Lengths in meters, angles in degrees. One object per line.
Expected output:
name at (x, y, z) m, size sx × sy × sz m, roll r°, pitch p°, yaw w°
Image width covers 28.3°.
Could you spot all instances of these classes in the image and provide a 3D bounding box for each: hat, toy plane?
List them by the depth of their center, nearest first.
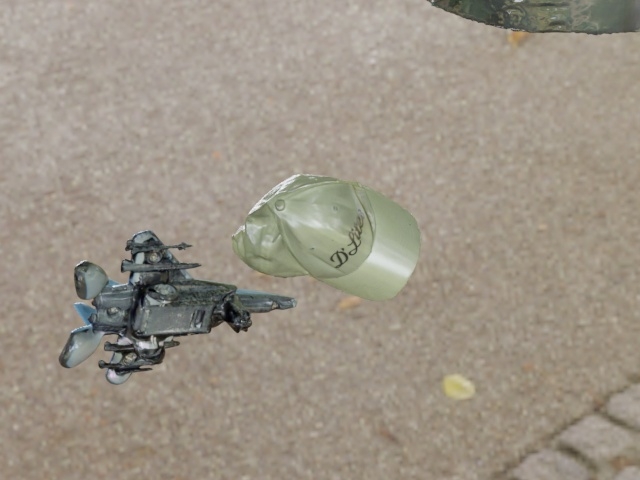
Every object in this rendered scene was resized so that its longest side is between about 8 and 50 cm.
hat at (0.005, 0.002, 1.167) m, size 0.166 × 0.122 × 0.081 m, roll 29°, pitch 11°, yaw 4°
toy plane at (-0.129, 0.069, 1.234) m, size 0.246 × 0.169 × 0.078 m, roll 4°, pitch 26°, yaw -24°

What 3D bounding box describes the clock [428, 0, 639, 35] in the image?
clock at (0.217, -0.259, 1.117) m, size 0.281 × 0.055 × 0.280 m, roll -2°, pitch 32°, yaw 1°
